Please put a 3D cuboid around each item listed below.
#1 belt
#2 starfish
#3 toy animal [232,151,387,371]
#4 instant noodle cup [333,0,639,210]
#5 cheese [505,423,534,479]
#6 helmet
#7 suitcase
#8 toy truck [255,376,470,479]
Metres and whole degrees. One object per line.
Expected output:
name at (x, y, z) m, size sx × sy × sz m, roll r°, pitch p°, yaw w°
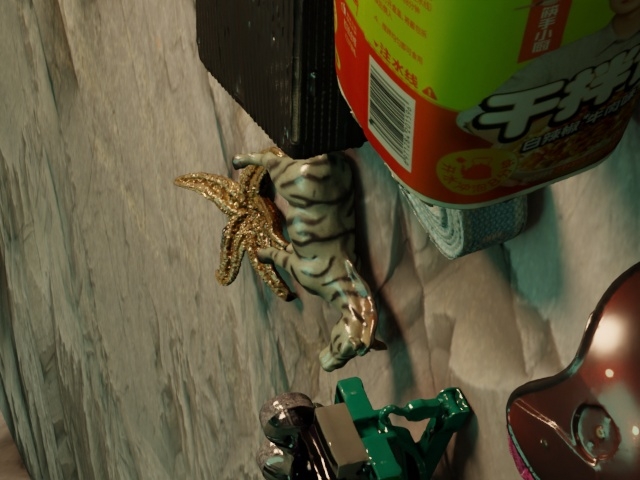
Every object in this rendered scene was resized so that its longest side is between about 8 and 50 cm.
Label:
belt at (0.116, -0.067, 1.579) m, size 0.163 × 0.082 × 0.147 m, roll 65°, pitch 165°, yaw 13°
starfish at (-0.086, -0.032, 2.072) m, size 0.238 × 0.057 × 0.213 m, roll 42°, pitch 131°, yaw 40°
toy animal at (-0.008, 0.005, 1.895) m, size 0.170 × 0.090 × 0.255 m, roll -15°, pitch 93°, yaw 60°
instant noodle cup at (0.129, -0.198, 1.280) m, size 0.294 × 0.294 × 0.308 m, roll 59°, pitch 159°, yaw 30°
cheese at (0.208, 0.186, 1.589) m, size 0.145 × 0.038 × 0.095 m, roll 13°, pitch 118°, yaw 56°
helmet at (0.249, 0.117, 1.270) m, size 0.193 × 0.189 × 0.216 m, roll 22°, pitch 120°, yaw 50°
suitcase at (-0.018, -0.268, 1.656) m, size 0.229 × 0.152 × 0.335 m, roll 50°, pitch 147°, yaw 45°
toy truck at (0.036, 0.287, 1.850) m, size 0.363 × 0.178 × 0.176 m, roll 100°, pitch 155°, yaw -45°
